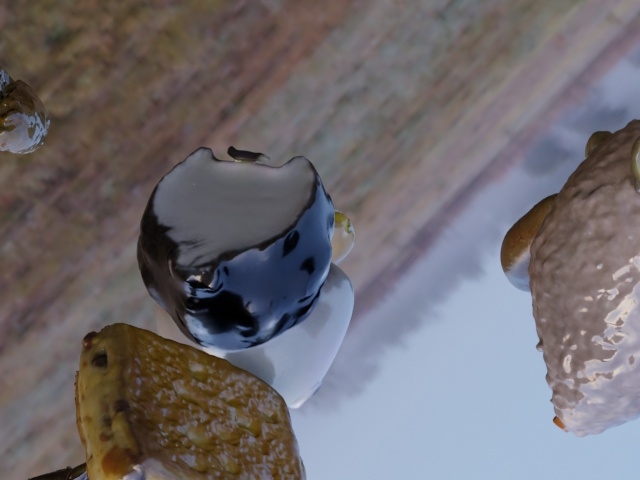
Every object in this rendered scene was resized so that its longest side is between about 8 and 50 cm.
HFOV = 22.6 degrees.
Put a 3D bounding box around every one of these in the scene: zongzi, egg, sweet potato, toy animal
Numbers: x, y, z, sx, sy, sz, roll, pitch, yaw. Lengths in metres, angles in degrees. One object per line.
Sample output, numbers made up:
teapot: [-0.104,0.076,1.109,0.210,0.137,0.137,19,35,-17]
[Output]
zongzi: [-0.272,0.273,1.788,0.073,0.083,0.067,-32,-143,9]
egg: [0.000,0.000,1.980,0.083,0.071,0.071,-30,171,-37]
sweet potato: [0.304,0.028,2.220,0.346,0.108,0.079,66,32,-61]
toy animal: [0.304,0.015,1.447,0.358,0.226,0.188,-56,-165,4]
toy animal: [-0.074,0.042,1.648,0.212,0.213,0.266,-48,149,-29]

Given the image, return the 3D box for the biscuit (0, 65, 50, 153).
biscuit: [-0.254,-0.105,0.872,0.226,0.226,0.042,-58,173,-83]

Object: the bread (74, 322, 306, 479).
bread: [-0.122,0.197,1.490,0.099,0.235,0.210,-46,-144,25]
